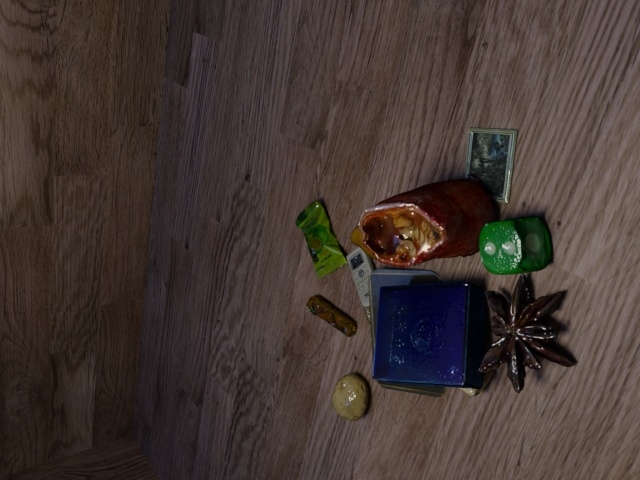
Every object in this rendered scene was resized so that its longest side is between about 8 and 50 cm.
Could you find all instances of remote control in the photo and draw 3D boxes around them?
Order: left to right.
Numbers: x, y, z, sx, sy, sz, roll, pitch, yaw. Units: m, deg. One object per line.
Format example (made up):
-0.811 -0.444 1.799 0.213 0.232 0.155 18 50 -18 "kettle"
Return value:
0.140 0.114 1.803 0.087 0.029 0.189 -40 58 41 "remote control"

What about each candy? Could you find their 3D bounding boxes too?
0.000 0.000 1.946 0.149 0.069 0.246 -39 61 40 "candy"

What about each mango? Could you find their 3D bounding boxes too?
0.160 0.000 1.746 0.184 0.085 0.102 31 121 55 "mango"

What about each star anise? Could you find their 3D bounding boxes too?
0.480 0.220 1.369 0.213 0.129 0.282 -9 80 44 "star anise"

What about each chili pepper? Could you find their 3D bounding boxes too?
0.272 -0.029 1.429 0.252 0.305 0.229 7 110 42 "chili pepper"

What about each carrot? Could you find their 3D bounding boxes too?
0.037 0.257 1.948 0.229 0.069 0.068 29 117 43 "carrot"

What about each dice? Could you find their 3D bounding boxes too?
0.460 0.012 1.349 0.120 0.128 0.130 -11 88 52 "dice"

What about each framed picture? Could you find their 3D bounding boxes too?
0.427 -0.193 1.449 0.142 0.011 0.183 17 109 48 "framed picture"

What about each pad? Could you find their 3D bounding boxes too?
0.211 0.274 1.686 0.315 0.063 0.375 -1 95 37 "pad"

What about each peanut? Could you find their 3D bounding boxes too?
0.098 0.515 1.873 0.141 0.109 0.159 16 109 47 "peanut"

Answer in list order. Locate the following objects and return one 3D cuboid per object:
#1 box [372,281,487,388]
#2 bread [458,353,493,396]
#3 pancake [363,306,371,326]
0.285 0.251 1.513 0.279 0.116 0.261 -8 69 42 "box"
0.400 0.345 1.511 0.106 0.082 0.125 28 99 35 "bread"
0.190 0.222 1.784 0.152 0.025 0.151 9 102 49 "pancake"
